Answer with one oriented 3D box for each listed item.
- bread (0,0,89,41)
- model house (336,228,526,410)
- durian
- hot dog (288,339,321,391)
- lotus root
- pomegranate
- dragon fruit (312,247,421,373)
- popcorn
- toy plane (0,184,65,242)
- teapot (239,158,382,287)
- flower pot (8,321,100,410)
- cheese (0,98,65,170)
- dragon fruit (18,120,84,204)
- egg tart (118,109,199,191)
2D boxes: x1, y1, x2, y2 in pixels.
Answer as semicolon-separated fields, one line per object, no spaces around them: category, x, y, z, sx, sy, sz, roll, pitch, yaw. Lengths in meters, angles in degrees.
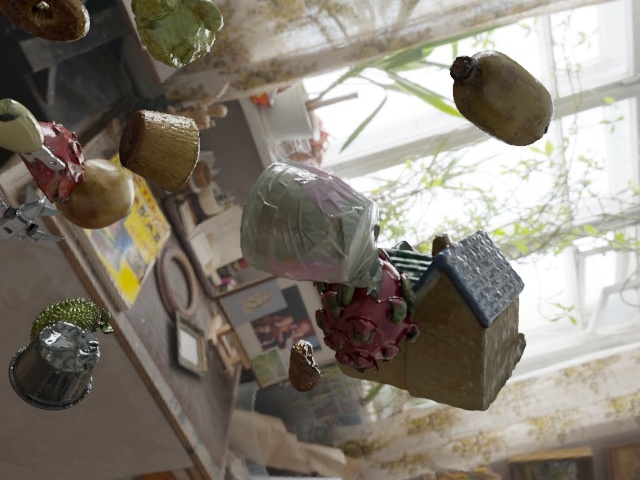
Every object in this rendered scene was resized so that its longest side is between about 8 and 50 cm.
bread;-0.572;-0.482;1.170;0.193;0.193;0.064;54;41;-66
model house;0.240;0.136;1.277;0.334;0.382;0.343;-19;108;-55
durian;-0.673;0.227;1.502;0.146;0.198;0.159;25;-29;35
hot dog;-0.039;0.286;1.299;0.147;0.065;0.099;99;-24;-49
lotus root;0.396;-0.318;1.262;0.284;0.160;0.146;26;-1;-27
pomegranate;-0.694;-0.142;1.751;0.233;0.233;0.233;-16;90;-81
dragon fruit;0.069;0.102;1.059;0.218;0.198;0.273;39;16;-55
popcorn;-0.240;-0.354;0.929;0.135;0.162;0.141;100;10;-55
toy plane;-0.875;-0.054;1.628;0.251;0.255;0.101;50;21;-30
teapot;-0.007;0.006;0.808;0.163;0.178;0.221;-50;151;-44
flower pot;-0.499;0.232;1.092;0.157;0.107;0.157;30;31;-21
cheese;-0.684;-0.231;1.325;0.251;0.127;0.054;64;19;-64
dragon fruit;-0.746;-0.231;1.550;0.262;0.163;0.189;60;8;-2
egg tart;-0.412;-0.230;1.425;0.147;0.202;0.203;13;55;-39
